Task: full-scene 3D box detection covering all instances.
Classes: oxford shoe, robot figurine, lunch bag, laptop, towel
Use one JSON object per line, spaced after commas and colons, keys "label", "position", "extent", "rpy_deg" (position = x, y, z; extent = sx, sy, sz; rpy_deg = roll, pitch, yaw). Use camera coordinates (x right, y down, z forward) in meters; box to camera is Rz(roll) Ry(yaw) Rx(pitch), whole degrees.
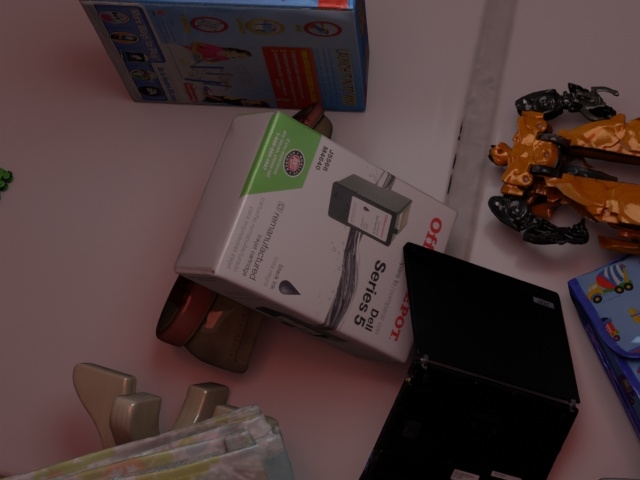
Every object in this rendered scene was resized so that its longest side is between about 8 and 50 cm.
{"label": "oxford shoe", "position": [-0.064, -0.003, 1.709], "extent": [0.130, 0.123, 0.348], "rpy_deg": [33, 78, -16]}
{"label": "robot figurine", "position": [0.342, -0.075, 1.669], "extent": [0.291, 0.085, 0.211], "rpy_deg": [11, 72, 22]}
{"label": "lunch bag", "position": [0.439, 0.114, 1.633], "extent": [0.221, 0.138, 0.293], "rpy_deg": [-23, 62, -4]}
{"label": "laptop", "position": [0.163, 0.171, 1.616], "extent": [0.234, 0.136, 0.264], "rpy_deg": [18, 101, -27]}
{"label": "towel", "position": [-0.156, 0.383, 1.436], "extent": [0.320, 0.090, 0.374], "rpy_deg": [-14, 94, -11]}

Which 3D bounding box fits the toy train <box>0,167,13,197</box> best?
{"label": "toy train", "position": [-0.418, -0.055, 1.780], "extent": [0.023, 0.017, 0.083], "rpy_deg": [28, 80, 20]}

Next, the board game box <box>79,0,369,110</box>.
{"label": "board game box", "position": [-0.099, -0.250, 1.655], "extent": [0.302, 0.308, 0.086], "rpy_deg": [3, 75, 4]}

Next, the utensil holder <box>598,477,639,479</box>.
{"label": "utensil holder", "position": [0.467, 0.412, 1.440], "extent": [0.385, 0.327, 0.328], "rpy_deg": [5, 77, 7]}

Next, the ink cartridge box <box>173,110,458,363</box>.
{"label": "ink cartridge box", "position": [0.000, 0.000, 1.613], "extent": [0.273, 0.115, 0.198], "rpy_deg": [26, 77, -28]}

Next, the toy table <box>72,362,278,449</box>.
{"label": "toy table", "position": [-0.176, 0.246, 1.587], "extent": [0.274, 0.252, 0.161], "rpy_deg": [14, 93, 9]}
